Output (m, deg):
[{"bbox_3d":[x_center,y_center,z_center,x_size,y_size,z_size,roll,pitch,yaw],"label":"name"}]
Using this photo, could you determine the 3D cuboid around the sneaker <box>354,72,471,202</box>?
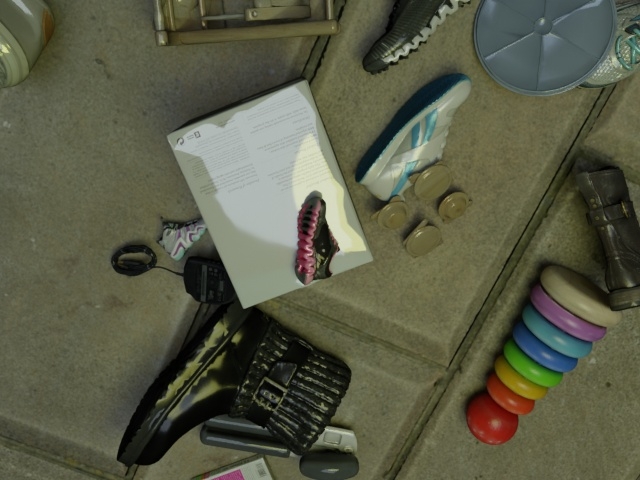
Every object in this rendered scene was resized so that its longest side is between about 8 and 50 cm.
[{"bbox_3d":[0.156,-0.158,1.009,0.092,0.087,0.229,35,109,-18],"label":"sneaker"}]

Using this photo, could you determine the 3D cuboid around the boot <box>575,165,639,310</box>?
[{"bbox_3d":[0.497,-0.011,1.038,0.091,0.263,0.229,-21,76,39],"label":"boot"}]

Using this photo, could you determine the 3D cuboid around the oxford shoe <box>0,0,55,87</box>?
[{"bbox_3d":[-0.549,-0.399,0.892,0.449,0.169,0.130,43,57,-5],"label":"oxford shoe"}]

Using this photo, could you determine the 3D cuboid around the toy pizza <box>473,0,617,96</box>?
[{"bbox_3d":[0.332,-0.315,0.970,0.201,0.032,0.201,1,93,17],"label":"toy pizza"}]

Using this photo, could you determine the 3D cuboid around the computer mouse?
[{"bbox_3d":[-0.227,0.049,1.048,0.242,0.041,0.071,13,107,16],"label":"computer mouse"}]

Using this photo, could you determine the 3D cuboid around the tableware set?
[{"bbox_3d":[0.168,-0.046,1.036,0.141,0.020,0.168,-41,134,11],"label":"tableware set"}]

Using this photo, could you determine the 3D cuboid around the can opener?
[{"bbox_3d":[-0.070,0.355,1.138,0.283,0.095,0.076,11,105,-6],"label":"can opener"}]

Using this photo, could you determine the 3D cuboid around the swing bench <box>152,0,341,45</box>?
[{"bbox_3d":[-0.106,-0.403,0.885,0.254,0.165,0.253,-2,107,4],"label":"swing bench"}]

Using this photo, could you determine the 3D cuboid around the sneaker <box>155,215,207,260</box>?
[{"bbox_3d":[-0.227,-0.021,1.052,0.069,0.038,0.098,41,100,-13],"label":"sneaker"}]

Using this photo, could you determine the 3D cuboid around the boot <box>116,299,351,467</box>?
[{"bbox_3d":[-0.137,0.282,1.070,0.260,0.131,0.348,41,87,-12],"label":"boot"}]

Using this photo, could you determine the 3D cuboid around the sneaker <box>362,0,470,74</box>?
[{"bbox_3d":[0.138,-0.347,0.954,0.234,0.078,0.106,-40,101,5],"label":"sneaker"}]

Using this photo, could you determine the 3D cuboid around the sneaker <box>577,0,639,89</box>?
[{"bbox_3d":[0.500,-0.313,0.950,0.283,0.122,0.110,-28,106,7],"label":"sneaker"}]

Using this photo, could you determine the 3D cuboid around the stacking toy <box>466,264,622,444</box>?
[{"bbox_3d":[0.357,0.210,1.107,0.141,0.141,0.330,25,111,-9],"label":"stacking toy"}]

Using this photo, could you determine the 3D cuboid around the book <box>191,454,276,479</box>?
[{"bbox_3d":[-0.155,0.460,1.199,0.144,0.035,0.096,-20,103,3],"label":"book"}]

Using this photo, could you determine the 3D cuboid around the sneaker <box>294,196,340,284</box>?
[{"bbox_3d":[0.000,0.000,0.863,0.057,0.047,0.119,-2,109,-26],"label":"sneaker"}]

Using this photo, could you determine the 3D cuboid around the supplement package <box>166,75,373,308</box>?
[{"bbox_3d":[-0.067,-0.080,0.958,0.199,0.198,0.263,-21,106,3],"label":"supplement package"}]
